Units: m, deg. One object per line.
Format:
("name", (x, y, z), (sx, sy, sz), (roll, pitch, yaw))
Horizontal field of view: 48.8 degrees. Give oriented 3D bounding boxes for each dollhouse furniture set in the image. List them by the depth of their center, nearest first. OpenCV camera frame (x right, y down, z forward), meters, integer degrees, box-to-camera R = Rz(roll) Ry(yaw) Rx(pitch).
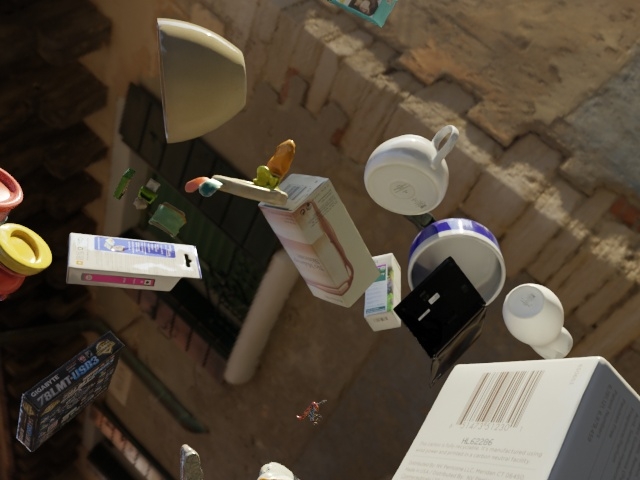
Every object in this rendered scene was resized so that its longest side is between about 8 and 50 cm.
("dollhouse furniture set", (-0.332, -0.079, 1.411), (0.058, 0.152, 0.076), (-52, 12, 29))

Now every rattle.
("rattle", (-0.154, -0.144, 1.401), (0.142, 0.200, 0.130), (-66, 26, 20))

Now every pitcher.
("pitcher", (0.469, 0.169, 1.592), (0.125, 0.178, 0.207), (-49, -42, -4))

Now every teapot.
("teapot", (0.254, -0.210, 1.986), (0.252, 0.256, 0.187), (78, -153, -51))

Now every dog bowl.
("dog bowl", (0.377, 0.074, 1.972), (0.265, 0.265, 0.104), (-56, 11, 28))

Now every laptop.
("laptop", (0.323, 0.222, 1.902), (0.234, 0.264, 0.136), (-40, 5, -24))

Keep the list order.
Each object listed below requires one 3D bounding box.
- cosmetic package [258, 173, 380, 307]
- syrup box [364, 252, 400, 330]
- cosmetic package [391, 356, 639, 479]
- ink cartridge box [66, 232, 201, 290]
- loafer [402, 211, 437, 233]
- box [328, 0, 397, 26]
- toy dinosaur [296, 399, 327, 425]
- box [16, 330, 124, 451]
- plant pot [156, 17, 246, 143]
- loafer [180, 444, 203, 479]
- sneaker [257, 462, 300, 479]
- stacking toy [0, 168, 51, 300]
("cosmetic package", (0.000, 0.000, 1.663), (0.129, 0.296, 0.153), (-45, 31, -24))
("syrup box", (0.201, 0.164, 2.265), (0.096, 0.093, 0.237), (57, -151, -44))
("cosmetic package", (0.372, 0.433, 1.106), (0.327, 0.394, 0.329), (-54, 16, -29))
("ink cartridge box", (-0.541, 0.065, 2.049), (0.371, 0.175, 0.069), (5, -58, -20))
("loafer", (0.329, -0.082, 2.308), (0.223, 0.078, 0.076), (46, -118, -36))
("box", (0.103, -0.709, 2.027), (0.060, 0.244, 0.100), (18, -74, -55))
("toy dinosaur", (-0.024, 0.440, 1.802), (0.090, 0.047, 0.082), (-12, -43, 3))
("box", (-0.702, 0.423, 1.976), (0.295, 0.073, 0.293), (-42, -12, -41))
("plant pot", (-0.277, -0.375, 1.659), (0.191, 0.284, 0.284), (-4, -28, -13))
("loafer", (-0.271, 0.476, 1.463), (0.045, 0.039, 0.125), (-15, -55, -30))
("sneaker", (-0.112, 0.572, 1.651), (0.099, 0.121, 0.262), (-47, -29, -10))
("stacking toy", (-0.726, -0.033, 1.421), (0.130, 0.309, 0.279), (-44, -31, 18))
